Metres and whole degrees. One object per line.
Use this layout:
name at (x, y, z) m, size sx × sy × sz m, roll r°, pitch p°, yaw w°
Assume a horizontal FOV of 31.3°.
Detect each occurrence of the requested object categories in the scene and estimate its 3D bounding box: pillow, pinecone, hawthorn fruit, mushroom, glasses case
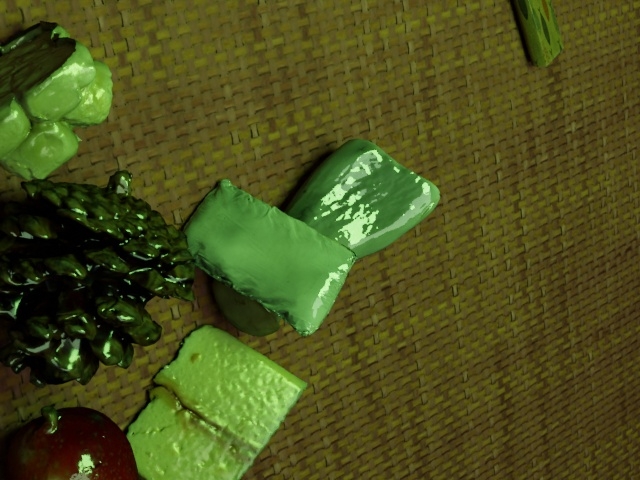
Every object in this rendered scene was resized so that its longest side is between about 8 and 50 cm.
pillow at (-0.073, 0.019, 1.472) m, size 0.128 × 0.229 × 0.051 m, roll -56°, pitch 161°, yaw -12°
pinecone at (-0.268, 0.043, 1.315) m, size 0.243 × 0.243 × 0.257 m, roll -9°, pitch 136°, yaw -37°
hawthorn fruit at (-0.305, 0.275, 1.381) m, size 0.169 × 0.169 × 0.188 m, roll -32°, pitch 115°, yaw -29°
mushroom at (0.000, 0.000, 1.558) m, size 0.328 × 0.159 × 0.122 m, roll -45°, pitch 143°, yaw -17°
glasses case at (0.337, -0.365, 1.809) m, size 0.064 × 0.041 × 0.170 m, roll -45°, pitch 124°, yaw -35°

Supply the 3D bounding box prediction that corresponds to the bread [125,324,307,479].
bread at (-0.158, 0.242, 1.569) m, size 0.178 × 0.135 × 0.240 m, roll 37°, pitch 76°, yaw -3°

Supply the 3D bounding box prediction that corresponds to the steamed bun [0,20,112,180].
steamed bun at (-0.321, -0.143, 1.253) m, size 0.192 × 0.177 × 0.106 m, roll -43°, pitch 127°, yaw -17°
